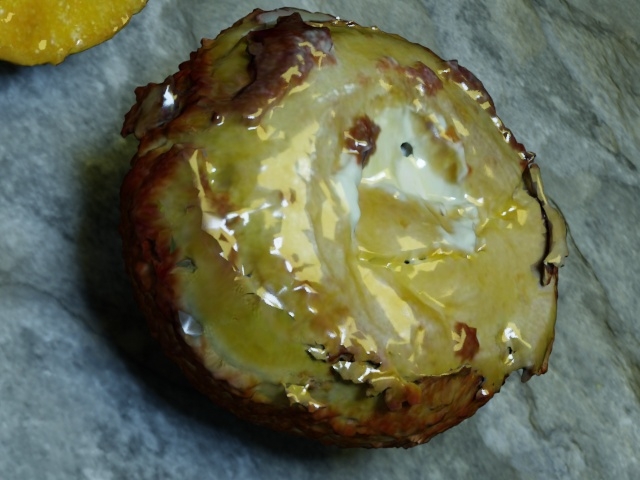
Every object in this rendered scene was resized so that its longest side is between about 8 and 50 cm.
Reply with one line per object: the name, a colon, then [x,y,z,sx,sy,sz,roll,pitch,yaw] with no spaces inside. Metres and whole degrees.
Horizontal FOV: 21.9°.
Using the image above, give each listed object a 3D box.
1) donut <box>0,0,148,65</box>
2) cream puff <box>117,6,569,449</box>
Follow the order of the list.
donut: [-0.240,-0.272,1.184,0.303,0.110,0.303,1,88,-43]
cream puff: [0.000,-0.005,1.191,0.350,0.228,0.350,13,66,-31]
